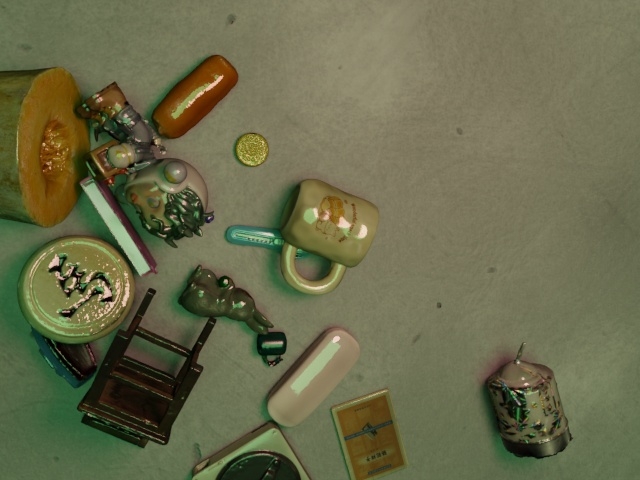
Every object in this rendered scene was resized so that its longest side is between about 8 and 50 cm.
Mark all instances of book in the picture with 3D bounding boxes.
[{"bbox_3d":[0.137,0.543,1.589,0.170,0.018,0.241,-17,101,-7],"label":"book"}]

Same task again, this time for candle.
[{"bbox_3d":[0.551,0.415,1.558,0.187,0.187,0.330,-19,100,-7],"label":"candle"}]

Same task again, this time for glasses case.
[{"bbox_3d":[-0.019,0.356,1.505,0.113,0.075,0.297,43,90,-14],"label":"glasses case"}]

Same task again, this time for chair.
[{"bbox_3d":[-0.421,0.356,1.305,0.203,0.240,0.416,27,106,-13],"label":"chair"}]

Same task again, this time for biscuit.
[{"bbox_3d":[-0.168,-0.223,1.422,0.084,0.023,0.084,-1,98,-9],"label":"biscuit"}]

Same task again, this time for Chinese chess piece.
[{"bbox_3d":[-0.556,0.111,1.325,0.250,0.101,0.250,5,77,-22],"label":"Chinese chess piece"}]

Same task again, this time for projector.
[{"bbox_3d":[-0.167,0.649,1.519,0.257,0.079,0.259,-30,104,-5],"label":"projector"}]

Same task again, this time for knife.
[{"bbox_3d":[-0.127,0.002,1.457,0.222,0.031,0.064,11,94,-11],"label":"knife"}]

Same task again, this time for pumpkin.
[{"bbox_3d":[-0.638,-0.204,1.206,0.199,0.332,0.332,10,96,0],"label":"pumpkin"}]

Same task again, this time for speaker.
[{"bbox_3d":[-0.127,0.277,1.493,0.075,0.060,0.094,1,133,-10],"label":"speaker"}]

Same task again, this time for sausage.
[{"bbox_3d":[-0.296,-0.336,1.351,0.238,0.098,0.098,-44,103,-3],"label":"sausage"}]

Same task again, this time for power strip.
[{"bbox_3d":[-0.469,-0.036,1.353,0.037,0.109,0.279,-31,102,-6],"label":"power strip"}]

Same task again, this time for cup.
[{"bbox_3d":[0.000,-0.011,1.421,0.202,0.173,0.255,21,114,-14],"label":"cup"}]

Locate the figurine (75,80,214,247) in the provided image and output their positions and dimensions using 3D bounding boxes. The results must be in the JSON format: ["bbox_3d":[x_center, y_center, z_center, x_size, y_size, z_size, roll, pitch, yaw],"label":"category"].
[{"bbox_3d":[-0.391,-0.155,1.293,0.186,0.261,0.382,-45,114,-24],"label":"figurine"}]

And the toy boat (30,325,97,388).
[{"bbox_3d":[-0.624,0.249,1.384,0.097,0.100,0.223,-27,98,31],"label":"toy boat"}]

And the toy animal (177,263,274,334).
[{"bbox_3d":[-0.231,0.154,1.436,0.236,0.108,0.138,30,121,-26],"label":"toy animal"}]
